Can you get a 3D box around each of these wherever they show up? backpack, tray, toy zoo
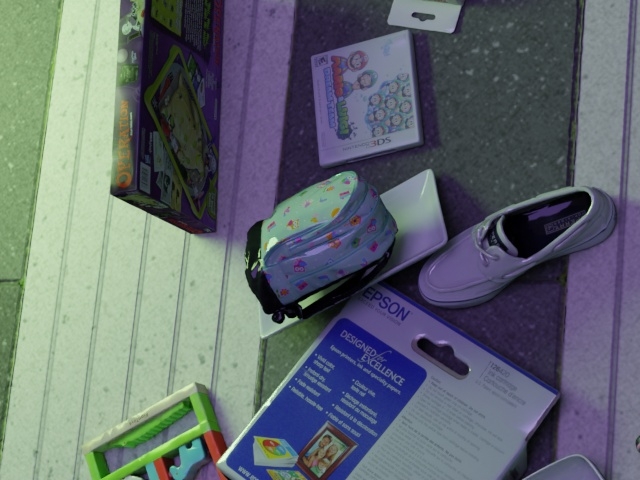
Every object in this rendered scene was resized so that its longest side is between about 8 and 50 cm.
[{"bbox_3d":[0.000,0.000,1.920,0.182,0.115,0.152,-24,36,18],"label":"backpack"},{"bbox_3d":[0.039,0.023,1.983,0.270,0.030,0.145,-28,39,18],"label":"tray"},{"bbox_3d":[-0.184,0.353,2.032,0.192,0.030,0.293,-31,65,17],"label":"toy zoo"}]

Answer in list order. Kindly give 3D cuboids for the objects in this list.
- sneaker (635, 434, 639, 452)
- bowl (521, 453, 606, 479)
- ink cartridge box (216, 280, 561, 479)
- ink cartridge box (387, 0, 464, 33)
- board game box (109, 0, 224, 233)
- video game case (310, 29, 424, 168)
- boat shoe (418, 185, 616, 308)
[{"bbox_3d":[0.397,0.193,1.771,0.119,0.047,0.057,-37,43,12],"label":"sneaker"},{"bbox_3d":[0.277,0.326,1.785,0.142,0.053,0.142,-33,63,16],"label":"bowl"},{"bbox_3d":[0.083,0.237,1.891,0.303,0.072,0.307,32,75,31],"label":"ink cartridge box"},{"bbox_3d":[0.140,-0.365,2.039,0.104,0.061,0.181,12,83,30],"label":"ink cartridge box"},{"bbox_3d":[-0.197,-0.200,2.087,0.056,0.208,0.347,-7,72,28],"label":"board game box"},{"bbox_3d":[0.059,-0.182,2.057,0.143,0.019,0.157,-13,71,24],"label":"video game case"},{"bbox_3d":[0.220,-0.001,1.885,0.258,0.084,0.095,-30,65,17],"label":"boat shoe"}]
